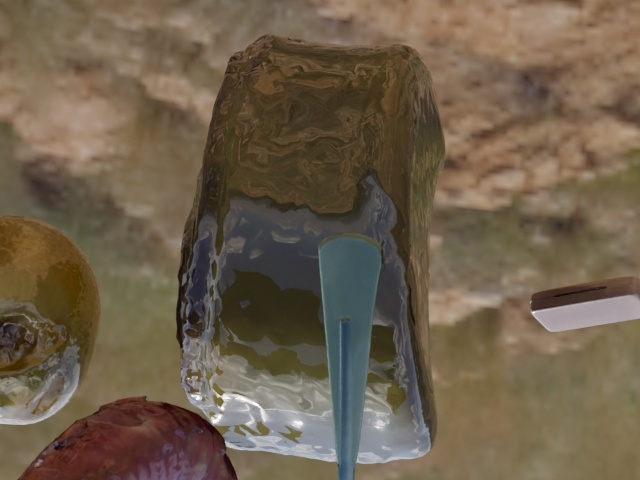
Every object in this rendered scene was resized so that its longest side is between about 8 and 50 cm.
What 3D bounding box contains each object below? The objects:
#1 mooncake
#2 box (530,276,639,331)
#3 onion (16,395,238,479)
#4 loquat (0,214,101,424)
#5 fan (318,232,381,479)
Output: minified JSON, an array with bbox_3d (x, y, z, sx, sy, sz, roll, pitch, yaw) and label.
[{"bbox_3d":[0.000,0.000,1.780,0.246,0.393,0.394,2,-168,7],"label":"mooncake"},{"bbox_3d":[0.257,0.060,1.743,0.115,0.025,0.048,-12,144,35],"label":"box"},{"bbox_3d":[-0.166,0.227,1.415,0.163,0.230,0.230,8,167,46],"label":"onion"},{"bbox_3d":[-0.323,0.077,1.859,0.213,0.213,0.213,7,162,2],"label":"loquat"},{"bbox_3d":[0.017,0.092,1.070,0.038,0.193,0.016,0,-179,9],"label":"fan"}]
